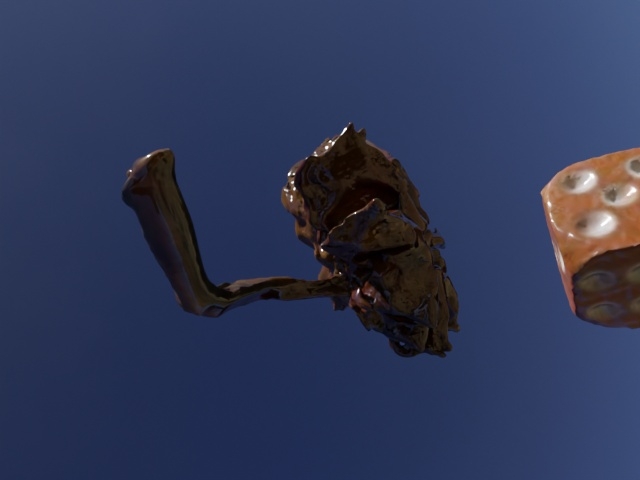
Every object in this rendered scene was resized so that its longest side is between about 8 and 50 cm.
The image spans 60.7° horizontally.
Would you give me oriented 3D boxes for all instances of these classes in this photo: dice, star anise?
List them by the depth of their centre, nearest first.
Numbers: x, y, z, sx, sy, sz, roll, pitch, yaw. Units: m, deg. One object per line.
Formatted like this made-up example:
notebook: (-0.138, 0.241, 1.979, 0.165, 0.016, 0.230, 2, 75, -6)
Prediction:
star anise: (0.006, -0.006, 0.423, 0.347, 0.148, 0.237, 12, -131, -55)
dice: (0.394, 0.001, 0.698, 0.179, 0.175, 0.173, -85, -27, -44)
